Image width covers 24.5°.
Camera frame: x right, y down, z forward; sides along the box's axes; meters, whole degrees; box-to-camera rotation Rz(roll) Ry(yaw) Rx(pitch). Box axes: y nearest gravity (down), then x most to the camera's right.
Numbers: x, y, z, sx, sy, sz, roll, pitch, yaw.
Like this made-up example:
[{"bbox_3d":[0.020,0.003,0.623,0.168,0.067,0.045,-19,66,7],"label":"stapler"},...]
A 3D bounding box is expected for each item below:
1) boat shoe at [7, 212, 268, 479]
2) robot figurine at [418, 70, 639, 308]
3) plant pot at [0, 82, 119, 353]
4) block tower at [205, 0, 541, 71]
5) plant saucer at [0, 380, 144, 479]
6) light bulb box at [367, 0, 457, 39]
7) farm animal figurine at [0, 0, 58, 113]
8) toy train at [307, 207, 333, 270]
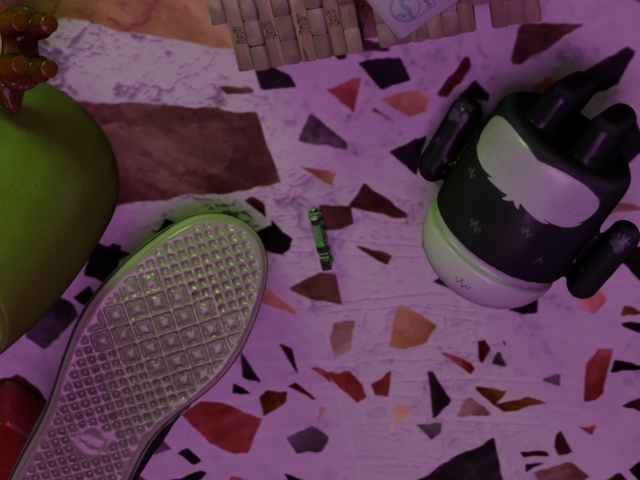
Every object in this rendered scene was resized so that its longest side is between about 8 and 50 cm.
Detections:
[{"bbox_3d":[-0.232,0.164,1.803,0.187,0.156,0.500,30,108,-9],"label":"boat shoe"},{"bbox_3d":[0.230,-0.052,1.625,0.174,0.209,0.278,12,125,-32],"label":"robot figurine"},{"bbox_3d":[-0.379,0.003,1.612,0.275,0.293,0.274,1,124,2],"label":"plant pot"},{"bbox_3d":[0.056,-0.257,1.541,0.335,0.091,0.097,-7,122,8],"label":"block tower"},{"bbox_3d":[-0.407,0.340,1.985,0.258,0.047,0.259,-37,115,24],"label":"plant saucer"},{"bbox_3d":[0.144,-0.422,1.269,0.361,0.358,0.225,-33,118,21],"label":"light bulb box"},{"bbox_3d":[-0.455,-0.201,1.502,0.330,0.172,0.326,-31,109,-24],"label":"farm animal figurine"},{"bbox_3d":[0.000,0.000,1.754,0.017,0.023,0.083,-9,123,9],"label":"toy train"}]
